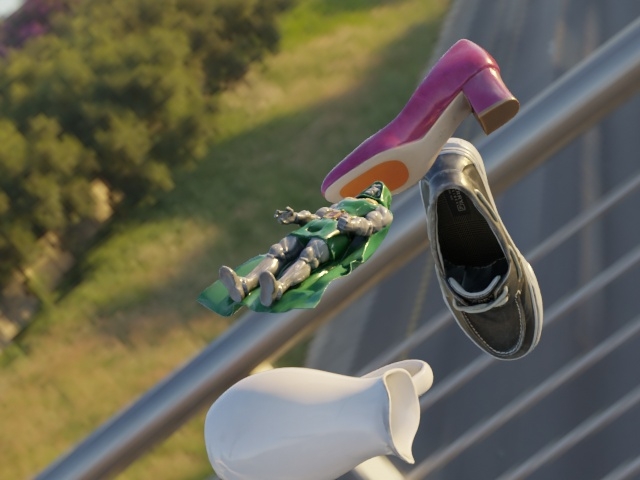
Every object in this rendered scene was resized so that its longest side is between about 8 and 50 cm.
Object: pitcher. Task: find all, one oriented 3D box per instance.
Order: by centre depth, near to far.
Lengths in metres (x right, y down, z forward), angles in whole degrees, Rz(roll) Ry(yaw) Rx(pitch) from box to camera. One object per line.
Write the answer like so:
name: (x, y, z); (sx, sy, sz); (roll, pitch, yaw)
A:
pitcher: (0.004, 0.175, 1.603); (0.207, 0.125, 0.178); (-12, 12, 22)

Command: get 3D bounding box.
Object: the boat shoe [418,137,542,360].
boat shoe: (0.189, 0.036, 1.993); (0.121, 0.335, 0.119); (-16, 32, 17)

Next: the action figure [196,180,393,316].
action figure: (0.000, 0.000, 1.536); (0.137, 0.063, 0.232); (7, 27, 34)

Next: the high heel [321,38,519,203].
high heel: (0.094, -0.135, 1.792); (0.244, 0.082, 0.117); (-32, 54, 1)
